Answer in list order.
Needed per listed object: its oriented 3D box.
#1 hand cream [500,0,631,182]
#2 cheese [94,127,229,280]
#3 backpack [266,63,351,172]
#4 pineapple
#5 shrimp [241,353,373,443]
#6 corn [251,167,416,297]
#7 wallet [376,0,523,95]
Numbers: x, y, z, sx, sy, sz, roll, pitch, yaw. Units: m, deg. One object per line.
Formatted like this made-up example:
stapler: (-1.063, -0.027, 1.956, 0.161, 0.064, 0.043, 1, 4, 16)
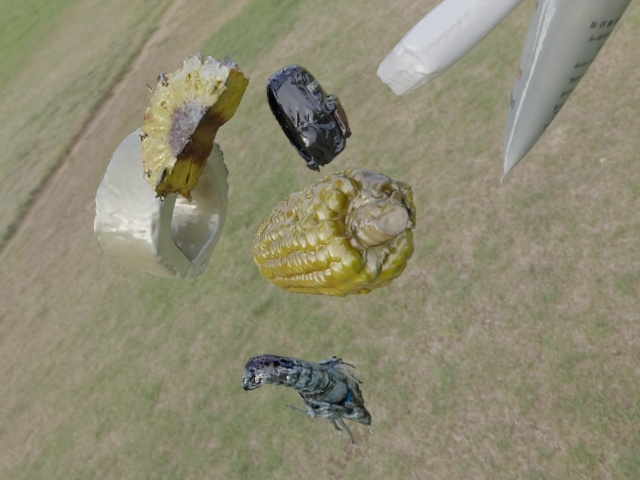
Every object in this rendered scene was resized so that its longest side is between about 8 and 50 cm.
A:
hand cream: (0.266, -0.210, 0.711, 0.089, 0.314, 0.140, 20, 52, 11)
cheese: (-0.317, -0.065, 1.338, 0.153, 0.332, 0.292, 12, 65, 14)
backpack: (-0.017, -0.206, 1.034, 0.105, 0.165, 0.120, -27, 20, 5)
pineapple: (-0.202, -0.182, 0.944, 0.135, 0.079, 0.233, 41, 108, 26)
shrimp: (-0.001, 0.170, 0.710, 0.076, 0.174, 0.082, -34, 41, 43)
corn: (0.000, 0.000, 0.526, 0.097, 0.097, 0.261, -53, 13, -18)
wallet: (0.111, -0.150, 0.349, 0.190, 0.033, 0.095, -42, 9, -1)
